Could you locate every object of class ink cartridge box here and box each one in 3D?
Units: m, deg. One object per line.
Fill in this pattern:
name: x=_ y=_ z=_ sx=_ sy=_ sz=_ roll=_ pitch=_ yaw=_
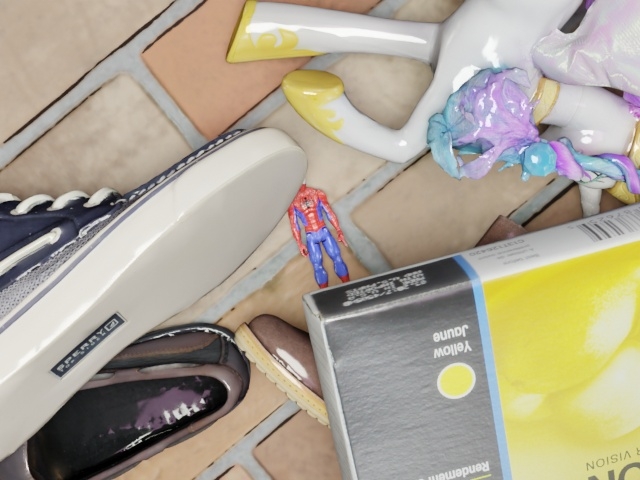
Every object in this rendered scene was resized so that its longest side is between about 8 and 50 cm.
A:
ink cartridge box: x=0.165 y=0.143 z=0.803 sx=0.303 sy=0.072 sz=0.307 roll=-16 pitch=110 yaw=-8

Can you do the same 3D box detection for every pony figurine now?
pony figurine: x=0.151 y=-0.178 z=0.759 sx=0.363 sy=0.303 sz=0.351 roll=18 pitch=127 yaw=-12

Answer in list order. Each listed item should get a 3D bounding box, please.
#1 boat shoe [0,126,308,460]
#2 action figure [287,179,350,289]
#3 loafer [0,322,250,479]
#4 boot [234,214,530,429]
boat shoe: x=-0.181 y=0.000 z=0.787 sx=0.340 sy=0.127 sz=0.158 roll=-39 pitch=65 yaw=-14
action figure: x=0.000 y=0.000 z=0.859 sx=0.038 sy=0.030 sz=0.115 roll=-20 pitch=97 yaw=1
loafer: x=-0.197 y=0.142 z=0.818 sx=0.302 sy=0.095 sz=0.109 roll=-21 pitch=98 yaw=-4
boot: x=0.080 y=0.064 z=0.849 sx=0.248 sy=0.090 sz=0.207 roll=33 pitch=91 yaw=-16
